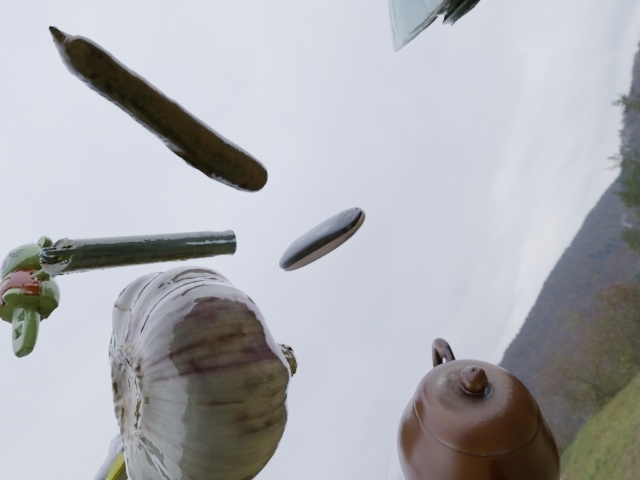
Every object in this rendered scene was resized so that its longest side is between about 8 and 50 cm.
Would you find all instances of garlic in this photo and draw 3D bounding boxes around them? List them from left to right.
[{"bbox_3d":[-0.107,0.151,0.489,0.253,0.245,0.245,5,-73,-49],"label":"garlic"}]

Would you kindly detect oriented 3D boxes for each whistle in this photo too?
[{"bbox_3d":[-0.620,0.110,0.892,0.131,0.289,0.106,-36,-39,15],"label":"whistle"},{"bbox_3d":[-0.307,0.015,0.752,0.326,0.057,0.068,-4,-20,-36],"label":"whistle"}]

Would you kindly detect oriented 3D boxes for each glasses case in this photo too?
[{"bbox_3d":[0.000,0.000,1.224,0.075,0.314,0.122,49,-148,-16],"label":"glasses case"}]

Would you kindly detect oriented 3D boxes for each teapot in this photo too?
[{"bbox_3d":[0.108,0.132,0.304,0.173,0.116,0.116,-96,14,-67],"label":"teapot"}]

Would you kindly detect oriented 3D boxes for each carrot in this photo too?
[{"bbox_3d":[-0.191,-0.148,0.558,0.342,0.070,0.070,32,-95,-52],"label":"carrot"}]

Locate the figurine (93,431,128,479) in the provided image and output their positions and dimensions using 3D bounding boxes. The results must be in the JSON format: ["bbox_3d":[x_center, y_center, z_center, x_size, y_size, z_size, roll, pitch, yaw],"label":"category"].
[{"bbox_3d":[-0.344,0.378,0.753,0.178,0.130,0.109,-45,-71,6],"label":"figurine"}]

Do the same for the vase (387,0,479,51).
[{"bbox_3d":[0.011,-0.400,0.382,0.445,0.250,0.250,47,-113,-11],"label":"vase"}]
